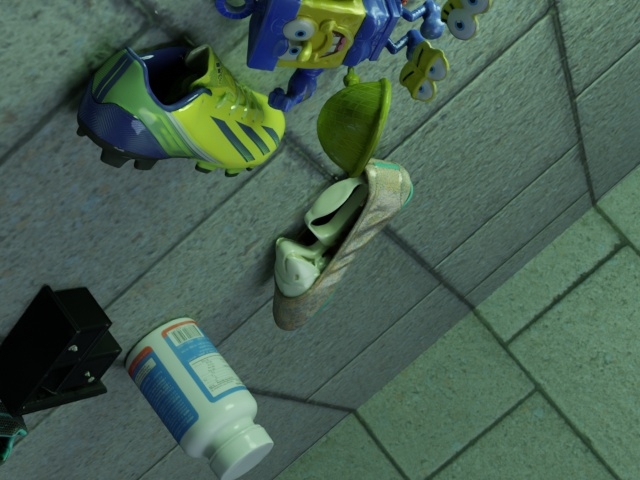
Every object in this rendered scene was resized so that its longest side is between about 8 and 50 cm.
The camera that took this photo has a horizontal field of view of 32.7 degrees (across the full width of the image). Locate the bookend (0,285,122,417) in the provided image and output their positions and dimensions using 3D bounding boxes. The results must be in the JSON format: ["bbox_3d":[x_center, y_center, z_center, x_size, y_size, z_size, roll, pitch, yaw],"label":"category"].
[{"bbox_3d":[-0.295,0.125,1.315,0.156,0.072,0.157,-49,159,25],"label":"bookend"}]

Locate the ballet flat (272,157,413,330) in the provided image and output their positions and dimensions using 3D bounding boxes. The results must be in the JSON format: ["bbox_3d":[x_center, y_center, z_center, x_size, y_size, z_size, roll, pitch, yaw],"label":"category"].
[{"bbox_3d":[0.000,0.000,1.568,0.106,0.107,0.316,18,117,-44],"label":"ballet flat"}]

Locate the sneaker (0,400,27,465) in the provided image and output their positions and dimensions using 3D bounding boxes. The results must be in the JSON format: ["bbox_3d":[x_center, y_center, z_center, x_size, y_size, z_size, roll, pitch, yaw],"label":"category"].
[{"bbox_3d":[-0.426,0.259,1.363,0.166,0.076,0.065,-48,158,23],"label":"sneaker"}]

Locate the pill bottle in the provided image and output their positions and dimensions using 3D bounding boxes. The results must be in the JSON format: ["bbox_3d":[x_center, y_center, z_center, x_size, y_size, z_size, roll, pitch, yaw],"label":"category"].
[{"bbox_3d":[-0.168,0.228,1.544,0.124,0.221,0.124,-34,160,-14],"label":"pill bottle"}]

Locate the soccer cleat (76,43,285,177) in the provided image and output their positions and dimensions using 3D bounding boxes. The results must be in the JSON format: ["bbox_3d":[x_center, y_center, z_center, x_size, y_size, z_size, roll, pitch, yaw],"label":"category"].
[{"bbox_3d":[-0.111,-0.132,1.063,0.289,0.093,0.121,-8,136,-57],"label":"soccer cleat"}]

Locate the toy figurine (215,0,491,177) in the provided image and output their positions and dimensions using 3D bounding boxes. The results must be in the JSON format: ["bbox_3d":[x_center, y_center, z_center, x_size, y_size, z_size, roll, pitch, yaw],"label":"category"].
[{"bbox_3d":[-0.005,-0.221,1.071,0.217,0.191,0.362,3,151,-19],"label":"toy figurine"}]
